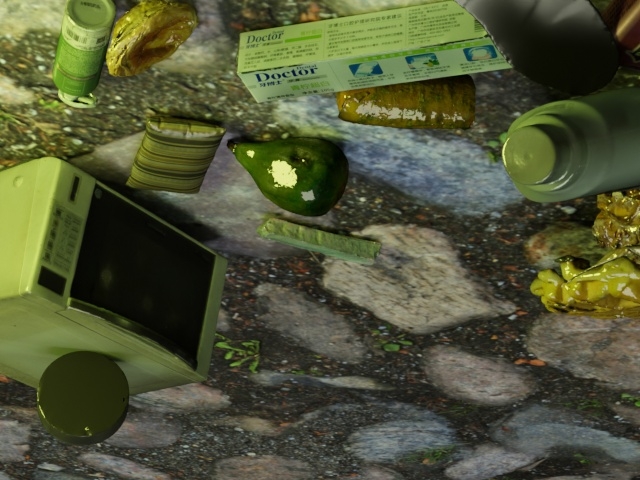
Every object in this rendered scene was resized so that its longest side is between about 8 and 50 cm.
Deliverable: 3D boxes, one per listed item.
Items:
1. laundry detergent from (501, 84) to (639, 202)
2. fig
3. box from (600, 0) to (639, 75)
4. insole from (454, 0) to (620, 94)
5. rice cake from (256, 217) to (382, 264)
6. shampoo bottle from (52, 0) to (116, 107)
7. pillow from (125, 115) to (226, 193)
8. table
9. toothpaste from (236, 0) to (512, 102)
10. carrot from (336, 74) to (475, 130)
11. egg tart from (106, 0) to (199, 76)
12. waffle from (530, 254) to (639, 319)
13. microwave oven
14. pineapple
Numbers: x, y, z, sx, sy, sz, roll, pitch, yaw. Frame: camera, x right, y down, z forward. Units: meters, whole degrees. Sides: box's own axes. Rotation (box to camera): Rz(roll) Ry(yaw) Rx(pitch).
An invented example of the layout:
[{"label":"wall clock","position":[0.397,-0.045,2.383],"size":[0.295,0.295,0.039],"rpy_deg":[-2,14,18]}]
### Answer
[{"label":"laundry detergent","position":[0.333,-0.116,1.602],"size":[0.264,0.125,0.398],"rpy_deg":[-13,179,31]},{"label":"fig","position":[-0.051,-0.095,1.909],"size":[0.177,0.117,0.117],"rpy_deg":[12,154,3]},{"label":"box","position":[0.401,-0.268,1.538],"size":[0.120,0.069,0.224],"rpy_deg":[9,153,-12]},{"label":"insole","position":[0.203,-0.269,1.521],"size":[0.348,0.009,0.119],"rpy_deg":[31,121,-24]},{"label":"rice cake","position":[0.000,0.000,2.166],"size":[0.211,0.034,0.043],"rpy_deg":[15,160,-25]},{"label":"shampoo bottle","position":[-0.293,-0.227,1.690],"size":[0.065,0.065,0.204],"rpy_deg":[9,153,-13]},{"label":"pillow","position":[-0.206,-0.118,1.937],"size":[0.113,0.038,0.203],"rpy_deg":[7,155,-15]},{"label":"table","position":[-0.346,0.229,1.996],"size":[0.133,0.133,0.043],"rpy_deg":[6,153,-8]},{"label":"toothpaste","position":[0.069,-0.230,1.649],"size":[0.336,0.067,0.081],"rpy_deg":[-6,154,17]},{"label":"carrot","position":[0.107,-0.180,1.735],"size":[0.173,0.082,0.082],"rpy_deg":[4,154,-10]},{"label":"egg tart","position":[-0.205,-0.244,1.624],"size":[0.130,0.052,0.130],"rpy_deg":[-36,169,-8]},{"label":"waffle","position":[0.526,0.075,2.132],"size":[0.382,0.095,0.379],"rpy_deg":[-3,172,19]},{"label":"microwave oven","position":[-0.380,0.063,2.089],"size":[0.333,0.247,0.394],"rpy_deg":[-13,150,32]},{"label":"pineapple","position":[0.514,-0.034,1.893],"size":[0.334,0.158,0.161],"rpy_deg":[3,138,17]}]
